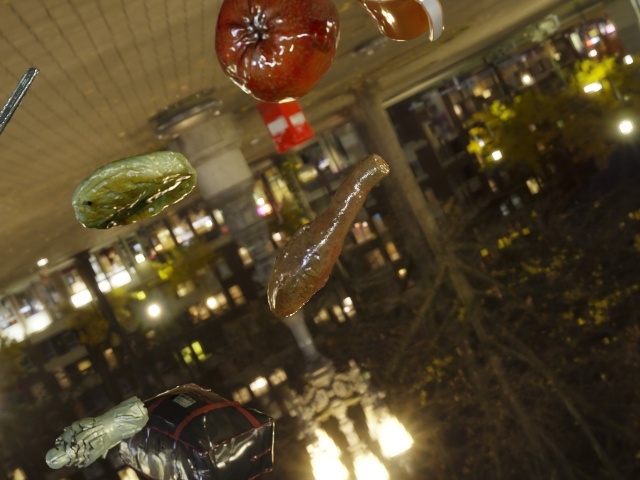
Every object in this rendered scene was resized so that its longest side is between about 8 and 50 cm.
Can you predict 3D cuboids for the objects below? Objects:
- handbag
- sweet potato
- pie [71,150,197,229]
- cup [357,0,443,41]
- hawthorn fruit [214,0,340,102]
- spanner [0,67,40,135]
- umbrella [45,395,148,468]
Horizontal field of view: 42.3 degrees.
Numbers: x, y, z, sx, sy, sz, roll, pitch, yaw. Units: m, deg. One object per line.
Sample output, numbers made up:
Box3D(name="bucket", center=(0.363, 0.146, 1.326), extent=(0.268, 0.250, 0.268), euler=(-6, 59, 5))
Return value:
Box3D(name="handbag", center=(-0.193, 0.316, 1.316), extent=(0.215, 0.155, 0.169), euler=(15, -164, 38))
Box3D(name="sweet potato", center=(0.000, 0.000, 1.584), extent=(0.385, 0.109, 0.109), euler=(-57, 172, 22))
Box3D(name="pie", center=(-0.385, -0.104, 1.726), extent=(0.277, 0.078, 0.277), euler=(-26, 171, -4))
Box3D(name="cup", center=(0.154, -0.472, 1.554), extent=(0.182, 0.226, 0.264), euler=(-39, 162, 5))
Box3D(name="hawthorn fruit", center=(-0.086, -0.444, 1.778), extent=(0.275, 0.275, 0.299), euler=(-24, -161, 23))
Box3D(name="spanner", center=(-0.692, -0.230, 1.768), extent=(0.093, 0.026, 0.325), euler=(31, -90, 41))
Box3D(name="umbrella", center=(-0.293, 0.257, 1.088), extent=(0.143, 0.062, 0.067), euler=(-25, 178, -37))
